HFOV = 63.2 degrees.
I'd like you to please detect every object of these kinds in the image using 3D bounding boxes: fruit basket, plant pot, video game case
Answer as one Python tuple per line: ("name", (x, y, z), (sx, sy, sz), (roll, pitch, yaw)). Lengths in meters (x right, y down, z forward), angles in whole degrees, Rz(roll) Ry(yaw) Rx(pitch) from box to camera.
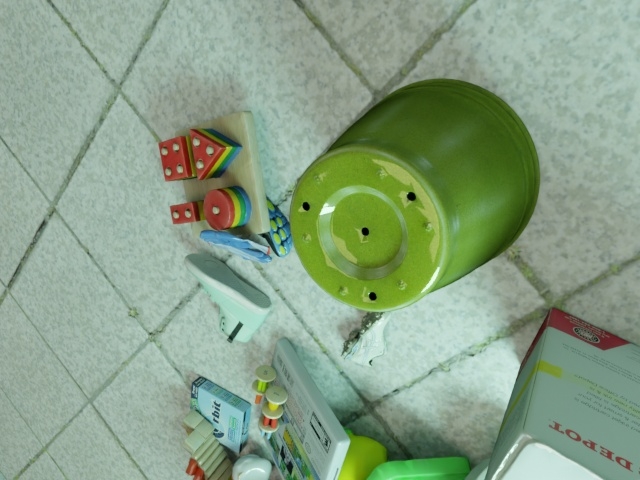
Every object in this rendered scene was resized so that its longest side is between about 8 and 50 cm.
("fruit basket", (0.139, 0.583, 1.179), (0.392, 0.282, 0.393), (-33, 53, 58))
("plant pot", (0.136, -0.063, 0.839), (0.366, 0.353, 0.367), (10, 112, 27))
("video game case", (-0.054, 0.451, 1.226), (0.329, 0.036, 0.300), (48, 132, 48))

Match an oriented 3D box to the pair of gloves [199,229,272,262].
("pair of gloves", (-0.186, 0.017, 1.165), (0.159, 0.198, 0.023), (16, 76, -3))

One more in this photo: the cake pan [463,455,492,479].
("cake pan", (0.369, 0.544, 0.999), (0.294, 0.293, 0.054), (66, 159, -6))

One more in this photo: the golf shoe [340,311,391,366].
("golf shoe", (0.120, 0.208, 1.135), (0.085, 0.069, 0.176), (30, 125, -6))

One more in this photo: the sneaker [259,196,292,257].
("sneaker", (-0.129, -0.040, 1.179), (0.188, 0.067, 0.078), (53, 131, 9))

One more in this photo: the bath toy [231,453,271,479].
("bath toy", (-0.158, 0.745, 1.450), (0.151, 0.129, 0.349), (-22, 101, -11))

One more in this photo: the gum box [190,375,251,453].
("gum box", (-0.287, 0.493, 1.474), (0.184, 0.041, 0.157), (20, 118, 22))

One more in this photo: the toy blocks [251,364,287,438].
("toy blocks", (-0.134, 0.400, 1.271), (0.123, 0.054, 0.148), (51, 135, 45))

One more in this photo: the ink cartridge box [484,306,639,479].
("ink cartridge box", (0.429, 0.300, 0.783), (0.279, 0.384, 0.161), (27, 119, 19))

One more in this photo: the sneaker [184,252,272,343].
("sneaker", (-0.256, 0.150, 1.294), (0.255, 0.094, 0.151), (35, 116, 12))

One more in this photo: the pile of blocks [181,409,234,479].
("pile of blocks", (-0.328, 0.663, 1.486), (0.148, 0.112, 0.363), (-14, 108, 38))

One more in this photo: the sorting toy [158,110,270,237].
("sorting toy", (-0.246, -0.133, 1.148), (0.255, 0.089, 0.258), (-3, 98, 41))
